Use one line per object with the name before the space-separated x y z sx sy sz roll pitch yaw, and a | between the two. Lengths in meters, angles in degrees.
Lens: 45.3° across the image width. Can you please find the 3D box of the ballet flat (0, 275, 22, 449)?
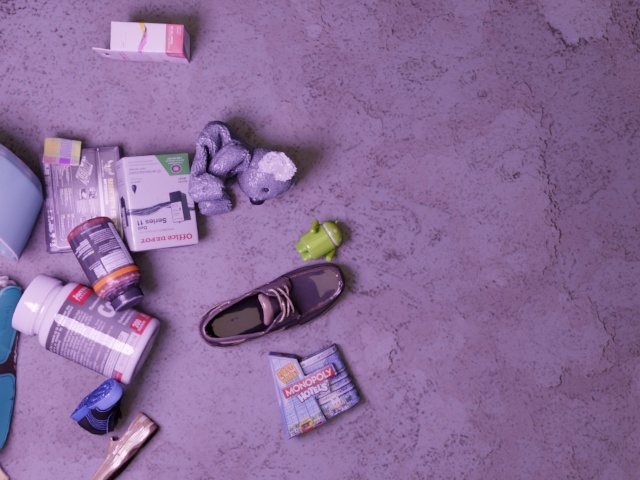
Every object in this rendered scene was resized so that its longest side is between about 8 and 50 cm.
ballet flat | -0.755 0.279 1.712 0.147 0.147 0.408 7 85 -2

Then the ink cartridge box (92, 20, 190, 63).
ink cartridge box | -0.398 -0.443 1.714 0.198 0.115 0.067 2 91 -3

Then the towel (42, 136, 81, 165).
towel | -0.576 -0.198 1.707 0.083 0.009 0.060 5 88 -3

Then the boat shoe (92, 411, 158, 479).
boat shoe | -0.458 0.475 1.751 0.072 0.068 0.190 41 79 10

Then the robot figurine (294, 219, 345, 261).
robot figurine | 0.000 0.000 1.755 0.115 0.067 0.101 -31 119 -2

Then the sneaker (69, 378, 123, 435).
sneaker | -0.469 0.371 1.684 0.090 0.232 0.081 41 52 -13

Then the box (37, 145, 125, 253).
box | -0.534 -0.092 1.741 0.183 0.056 0.231 -6 90 -3

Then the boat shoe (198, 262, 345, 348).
boat shoe | -0.106 0.156 1.721 0.355 0.130 0.132 -25 91 -2

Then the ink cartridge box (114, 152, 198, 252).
ink cartridge box | -0.364 -0.082 1.709 0.153 0.087 0.208 -8 92 -27

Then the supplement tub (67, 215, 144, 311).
supplement tub | -0.456 0.054 1.650 0.106 0.106 0.198 -30 81 -2

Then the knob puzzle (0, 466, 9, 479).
knob puzzle | -0.835 0.519 1.749 0.213 0.030 0.213 0 91 -2

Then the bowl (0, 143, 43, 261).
bowl | -0.719 -0.113 1.638 0.311 0.311 0.163 38 70 -2

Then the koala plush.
koala plush | -0.159 -0.157 1.693 0.221 0.196 0.203 7 80 2

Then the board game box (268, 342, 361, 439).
board game box | -0.032 0.324 1.761 0.194 0.060 0.194 -26 92 -2

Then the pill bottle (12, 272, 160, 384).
pill bottle | -0.515 0.190 1.692 0.283 0.161 0.161 25 90 -2
